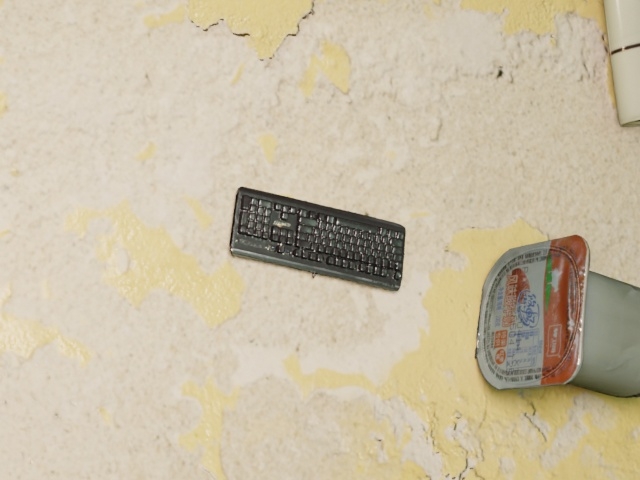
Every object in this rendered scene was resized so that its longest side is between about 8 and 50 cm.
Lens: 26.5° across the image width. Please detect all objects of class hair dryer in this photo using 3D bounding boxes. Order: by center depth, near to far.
[{"bbox_3d":[0.574,-0.274,1.867,0.362,0.128,0.203,-6,87,-9],"label":"hair dryer"}]

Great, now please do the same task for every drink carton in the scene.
[{"bbox_3d":[0.324,0.106,1.707,0.190,0.191,0.185,12,73,-33],"label":"drink carton"}]

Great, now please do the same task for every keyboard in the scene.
[{"bbox_3d":[0.000,0.000,1.649,0.230,0.025,0.093,12,73,-23],"label":"keyboard"}]
